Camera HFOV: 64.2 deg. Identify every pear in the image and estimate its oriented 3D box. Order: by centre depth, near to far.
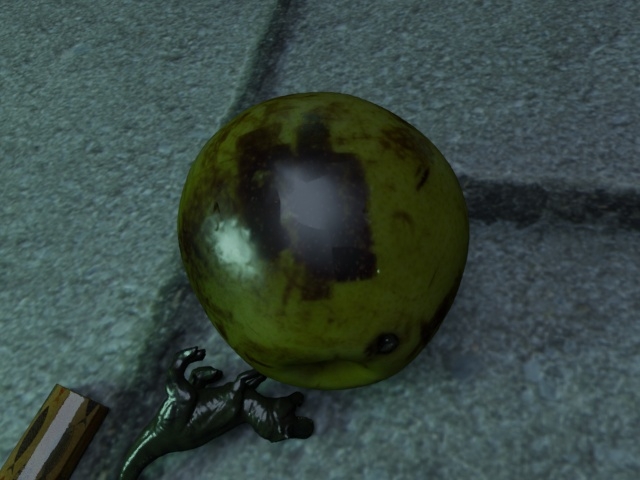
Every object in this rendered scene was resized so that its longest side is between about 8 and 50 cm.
[{"bbox_3d":[0.000,0.000,0.489,0.284,0.283,0.283,-4,59,7],"label":"pear"}]

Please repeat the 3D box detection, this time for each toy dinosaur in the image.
[{"bbox_3d":[-0.106,0.201,0.491,0.187,0.087,0.178,-3,58,9],"label":"toy dinosaur"}]

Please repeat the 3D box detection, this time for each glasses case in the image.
[{"bbox_3d":[-0.297,0.238,0.527,0.065,0.041,0.169,17,63,18],"label":"glasses case"}]
